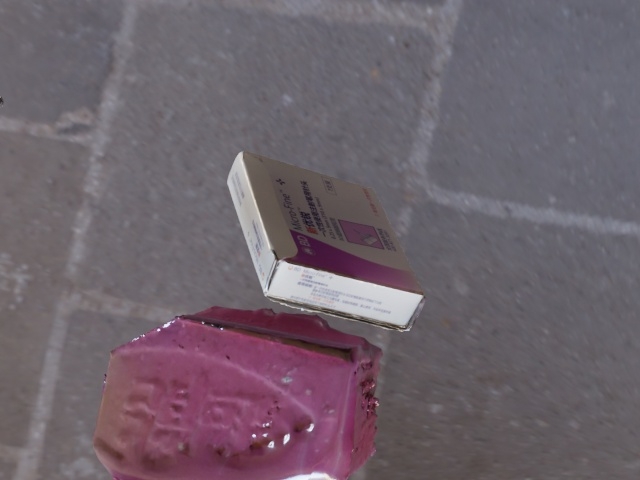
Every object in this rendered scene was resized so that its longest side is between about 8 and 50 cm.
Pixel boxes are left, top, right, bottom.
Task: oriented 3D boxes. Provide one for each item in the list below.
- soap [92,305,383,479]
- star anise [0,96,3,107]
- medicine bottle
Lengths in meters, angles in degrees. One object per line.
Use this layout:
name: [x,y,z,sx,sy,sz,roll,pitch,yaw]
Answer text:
soap: [-0.099,0.181,1.646,0.325,0.127,0.220,10,95,22]
star anise: [-0.428,-0.112,1.526,0.182,0.195,0.065,-32,60,12]
medicine bottle: [0.000,0.000,1.477,0.052,0.171,0.201,-61,28,26]
